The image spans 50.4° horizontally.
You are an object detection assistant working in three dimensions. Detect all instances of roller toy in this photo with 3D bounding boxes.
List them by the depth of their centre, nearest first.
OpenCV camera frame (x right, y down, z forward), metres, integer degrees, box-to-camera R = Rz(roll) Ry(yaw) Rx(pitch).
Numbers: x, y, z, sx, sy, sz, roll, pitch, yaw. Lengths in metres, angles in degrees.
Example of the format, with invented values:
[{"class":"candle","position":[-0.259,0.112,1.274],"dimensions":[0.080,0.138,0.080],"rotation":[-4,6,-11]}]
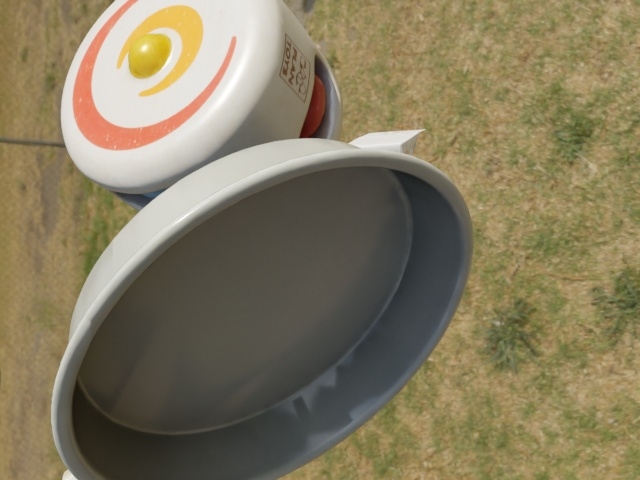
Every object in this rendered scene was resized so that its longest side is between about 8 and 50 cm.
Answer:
[{"class":"roller toy","position":[-0.090,-0.108,0.519],"dimensions":[0.209,0.146,0.191],"rotation":[-43,56,4]}]

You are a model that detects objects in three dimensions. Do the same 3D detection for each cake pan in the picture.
[{"class":"cake pan","position":[-0.030,0.057,0.447],"dimensions":[0.054,0.293,0.293],"rotation":[49,125,39]}]

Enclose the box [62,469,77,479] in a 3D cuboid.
[{"class":"box","position":[-0.296,0.371,1.228],"dimensions":[0.121,0.311,0.148],"rotation":[54,156,-1]}]

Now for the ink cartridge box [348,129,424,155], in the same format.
[{"class":"ink cartridge box","position":[0.142,-0.209,1.512],"dimensions":[0.145,0.179,0.045],"rotation":[1,106,27]}]
